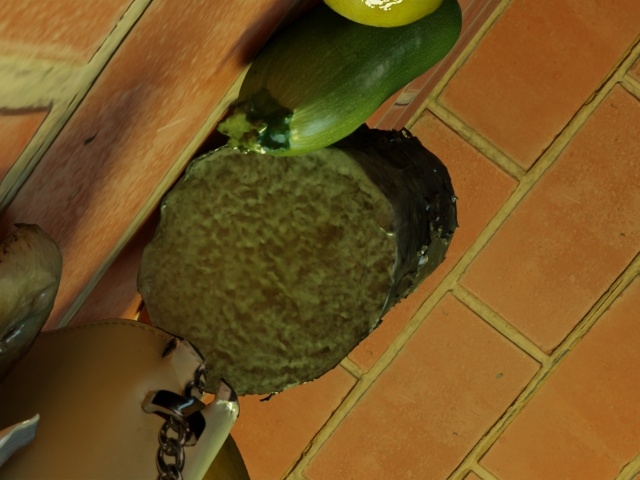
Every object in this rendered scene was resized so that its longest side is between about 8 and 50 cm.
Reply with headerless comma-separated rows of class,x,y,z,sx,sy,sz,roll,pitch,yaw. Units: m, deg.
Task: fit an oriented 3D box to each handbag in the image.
handbag,-0.217,0.226,0.710,0.236,0.160,0.359,-24,-154,40

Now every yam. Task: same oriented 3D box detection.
yam,0.000,0.000,1.127,0.241,0.241,0.348,-53,170,20

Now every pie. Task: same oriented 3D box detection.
pie,-0.225,0.076,0.641,0.218,0.052,0.185,-48,174,-14

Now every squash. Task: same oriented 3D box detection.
squash,0.032,-0.165,1.019,0.395,0.107,0.107,-42,170,-52

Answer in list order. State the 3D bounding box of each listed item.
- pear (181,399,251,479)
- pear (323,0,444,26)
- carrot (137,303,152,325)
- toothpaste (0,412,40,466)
pear,-0.197,0.274,1.078,0.314,0.314,0.314,-51,176,-4
pear,0.063,-0.225,0.886,0.141,0.104,0.141,-49,180,0
carrot,-0.144,0.062,1.273,0.087,0.087,0.193,-48,177,-41
toothpaste,-0.277,0.183,0.580,0.314,0.058,0.056,-34,126,-23
